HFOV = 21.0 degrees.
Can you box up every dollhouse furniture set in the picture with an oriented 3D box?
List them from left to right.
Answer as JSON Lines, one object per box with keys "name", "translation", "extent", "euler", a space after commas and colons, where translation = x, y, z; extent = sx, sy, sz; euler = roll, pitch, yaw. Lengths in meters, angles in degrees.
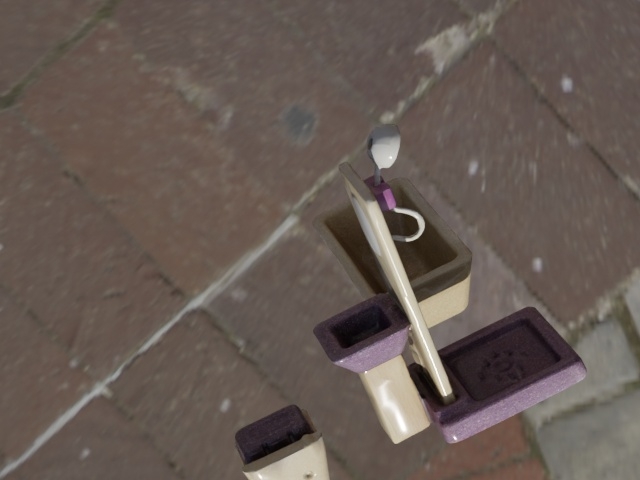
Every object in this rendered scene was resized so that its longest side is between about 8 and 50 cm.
{"name": "dollhouse furniture set", "translation": [0.000, 0.000, 0.471], "extent": [0.091, 0.114, 0.081], "euler": [-26, 118, -4]}
